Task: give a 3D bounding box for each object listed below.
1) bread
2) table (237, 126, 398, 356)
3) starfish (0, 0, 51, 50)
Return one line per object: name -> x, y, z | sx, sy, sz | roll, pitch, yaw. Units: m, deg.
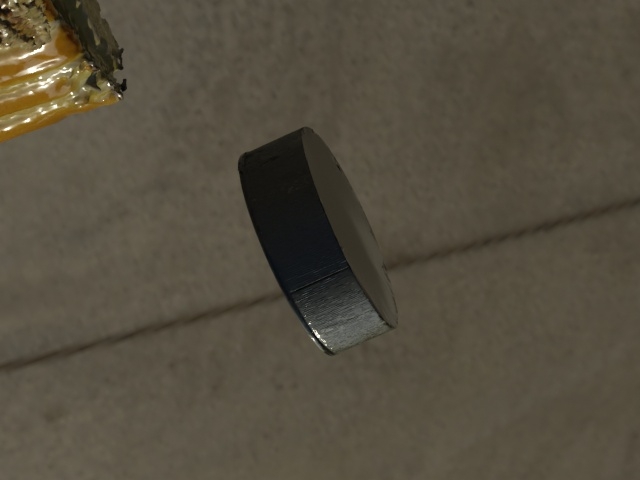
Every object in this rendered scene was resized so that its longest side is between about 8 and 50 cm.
bread -> -0.311, -0.174, 1.527 | 0.246, 0.111, 0.239 | -16, 154, 9
table -> 0.000, 0.000, 1.054 | 0.043, 0.133, 0.133 | -24, 141, 10
starfish -> -0.228, -0.175, 1.215 | 0.295, 0.048, 0.231 | -48, 162, 19
